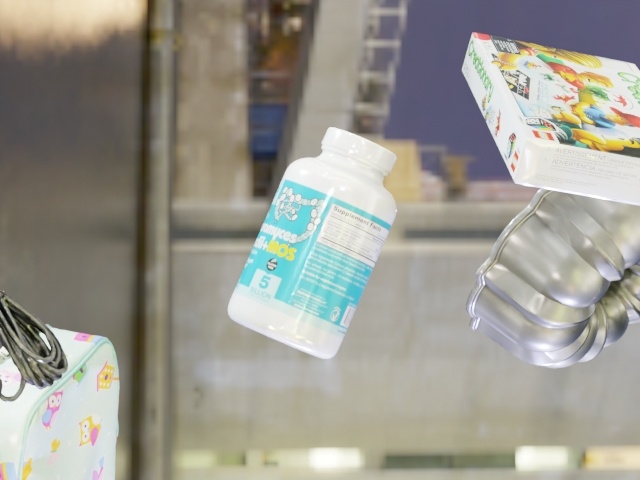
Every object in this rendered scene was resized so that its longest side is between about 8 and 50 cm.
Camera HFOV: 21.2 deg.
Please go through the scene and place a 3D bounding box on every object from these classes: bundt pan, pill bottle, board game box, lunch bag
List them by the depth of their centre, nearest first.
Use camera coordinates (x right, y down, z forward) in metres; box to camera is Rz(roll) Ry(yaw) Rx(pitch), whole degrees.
[{"bbox_3d":[-0.303,0.232,1.755,0.224,0.108,0.279,-42,142,-58],"label":"lunch bag"},{"bbox_3d":[0.267,-0.125,1.761,0.305,0.193,0.053,-102,-156,-63],"label":"board game box"},{"bbox_3d":[0.000,0.000,2.076,0.146,0.146,0.264,152,-39,-86],"label":"pill bottle"},{"bbox_3d":[0.340,0.030,2.096,0.124,0.331,0.330,46,-27,26],"label":"bundt pan"}]

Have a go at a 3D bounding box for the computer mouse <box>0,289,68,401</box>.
[{"bbox_3d":[-0.336,0.108,1.357,0.272,0.188,0.072,-47,-174,-35],"label":"computer mouse"}]
